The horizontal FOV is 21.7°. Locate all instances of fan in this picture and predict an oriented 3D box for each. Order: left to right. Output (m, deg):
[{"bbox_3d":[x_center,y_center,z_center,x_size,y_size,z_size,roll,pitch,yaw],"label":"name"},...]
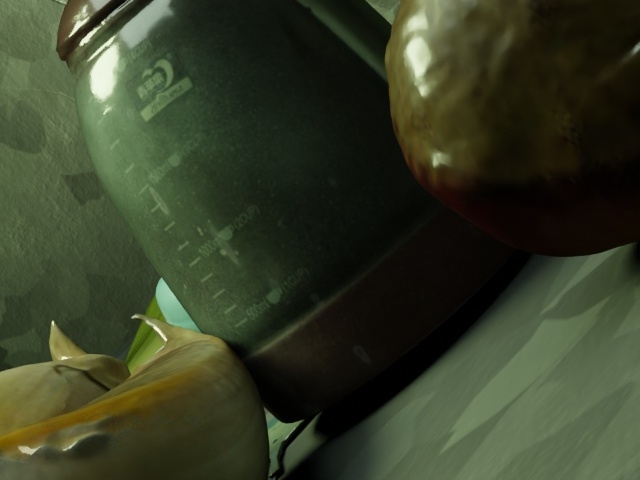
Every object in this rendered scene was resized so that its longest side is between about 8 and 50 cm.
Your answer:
[{"bbox_3d":[-0.030,0.139,1.159,0.113,0.005,0.175,-44,6,5],"label":"fan"}]

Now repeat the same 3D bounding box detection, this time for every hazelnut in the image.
[{"bbox_3d":[0.139,-0.087,0.816,0.208,0.208,0.208,-44,6,5],"label":"hazelnut"}]

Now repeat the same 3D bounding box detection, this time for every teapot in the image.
[{"bbox_3d":[-0.009,-0.088,1.064,0.315,0.312,0.233,-36,7,34],"label":"teapot"}]

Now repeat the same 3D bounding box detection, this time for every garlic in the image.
[{"bbox_3d":[-0.166,0.156,1.002,0.313,0.249,0.286,-14,-41,-59],"label":"garlic"}]

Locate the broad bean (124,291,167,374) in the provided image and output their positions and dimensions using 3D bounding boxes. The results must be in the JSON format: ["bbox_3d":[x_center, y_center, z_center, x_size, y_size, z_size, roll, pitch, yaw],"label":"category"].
[{"bbox_3d":[-0.131,0.101,1.590,0.263,0.121,0.189,-50,5,-34],"label":"broad bean"}]

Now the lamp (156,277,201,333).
[{"bbox_3d":[-0.007,-0.010,1.366,0.284,0.147,0.209,-43,8,12],"label":"lamp"}]
